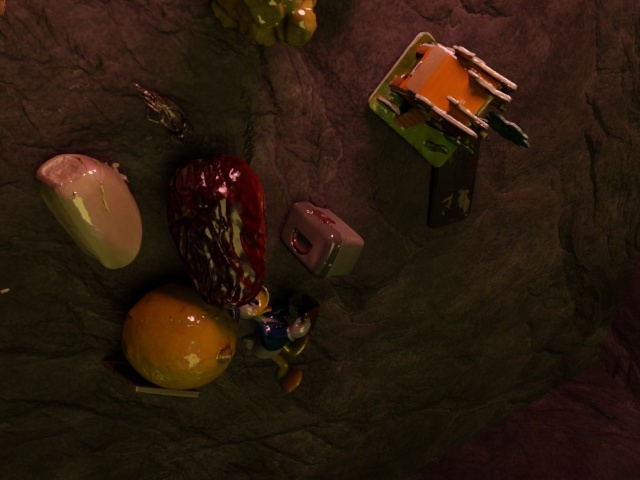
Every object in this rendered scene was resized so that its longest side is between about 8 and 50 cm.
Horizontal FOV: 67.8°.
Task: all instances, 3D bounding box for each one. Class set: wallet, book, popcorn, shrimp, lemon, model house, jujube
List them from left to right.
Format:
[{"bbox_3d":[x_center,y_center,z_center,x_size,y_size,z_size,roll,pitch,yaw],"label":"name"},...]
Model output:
[{"bbox_3d":[-0.440,0.354,1.224,0.170,0.242,0.018,22,79,-40],"label":"book"},{"bbox_3d":[-0.325,-0.263,0.984,0.065,0.056,0.165,-42,130,9],"label":"shrimp"},{"bbox_3d":[-0.344,0.230,1.160,0.260,0.284,0.260,-26,136,-28],"label":"lemon"},{"bbox_3d":[-0.219,-0.018,1.075,0.216,0.216,0.342,-11,100,-25],"label":"jujube"},{"bbox_3d":[-0.086,-0.476,0.854,0.235,0.250,0.242,-20,128,-9],"label":"popcorn"},{"bbox_3d":[0.425,-0.186,1.499,0.170,0.044,0.321,-21,129,-20],"label":"wallet"},{"bbox_3d":[0.354,-0.296,1.182,0.358,0.313,0.242,34,103,-35],"label":"model house"}]

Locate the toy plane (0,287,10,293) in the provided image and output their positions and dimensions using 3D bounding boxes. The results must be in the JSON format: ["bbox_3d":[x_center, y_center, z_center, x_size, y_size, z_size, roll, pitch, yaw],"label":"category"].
[{"bbox_3d":[-0.715,0.068,0.966,0.126,0.077,0.194,-16,120,-26],"label":"toy plane"}]

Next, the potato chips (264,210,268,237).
[{"bbox_3d":[-0.235,-0.023,1.221,0.220,0.029,0.202,-8,125,-28],"label":"potato chips"}]

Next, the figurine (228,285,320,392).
[{"bbox_3d":[-0.137,0.250,1.367,0.283,0.204,0.338,-35,124,29],"label":"figurine"}]

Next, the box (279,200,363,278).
[{"bbox_3d":[0.000,0.000,1.261,0.129,0.210,0.148,6,118,-43],"label":"box"}]

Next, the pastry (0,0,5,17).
[{"bbox_3d":[-0.561,-0.424,0.701,0.229,0.100,0.218,-38,132,-1],"label":"pastry"}]

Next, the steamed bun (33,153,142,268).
[{"bbox_3d":[-0.450,-0.067,0.978,0.152,0.170,0.238,-43,135,-26],"label":"steamed bun"}]
